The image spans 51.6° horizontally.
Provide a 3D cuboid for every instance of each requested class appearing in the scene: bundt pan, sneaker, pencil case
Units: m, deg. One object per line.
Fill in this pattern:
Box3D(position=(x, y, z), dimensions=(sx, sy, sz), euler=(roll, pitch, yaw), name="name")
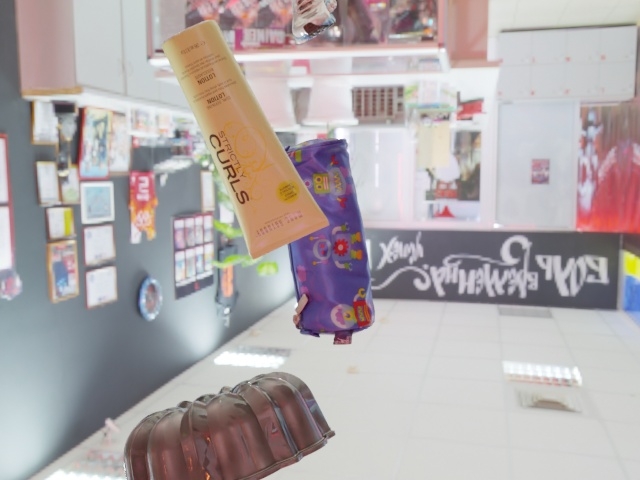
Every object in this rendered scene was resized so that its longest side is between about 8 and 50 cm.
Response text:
Box3D(position=(-0.151, 0.293, 1.015), dimensions=(0.330, 0.124, 0.331), euler=(-19, 174, -2), name="bundt pan")
Box3D(position=(-0.023, -0.372, 1.037), dimensions=(0.071, 0.083, 0.191), euler=(-23, -149, 16), name="sneaker")
Box3D(position=(0.000, 0.000, 0.990), dimensions=(0.133, 0.306, 0.119), euler=(-8, 179, -34), name="pencil case")

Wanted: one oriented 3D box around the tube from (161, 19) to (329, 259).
Box3D(position=(-0.080, -0.103, 0.684), dimensions=(0.070, 0.240, 0.062), euler=(-12, -162, 46), name="tube")
